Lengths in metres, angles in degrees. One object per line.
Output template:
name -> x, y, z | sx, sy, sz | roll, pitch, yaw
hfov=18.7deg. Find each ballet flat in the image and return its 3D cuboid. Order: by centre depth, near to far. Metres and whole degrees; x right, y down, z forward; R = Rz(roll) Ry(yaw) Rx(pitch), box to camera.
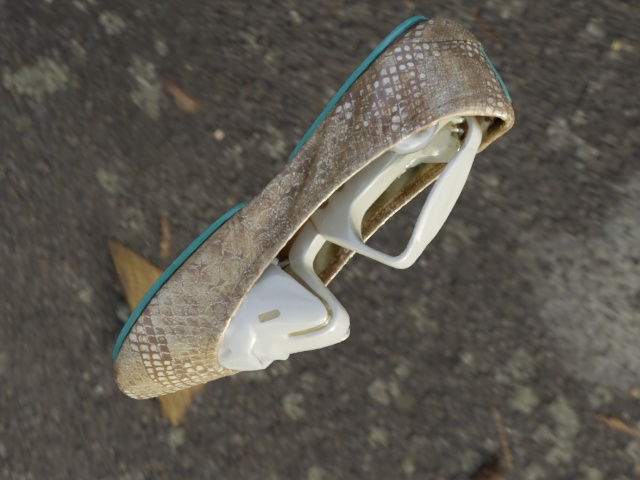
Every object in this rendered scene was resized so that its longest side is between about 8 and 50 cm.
ballet flat -> 0.000, 0.000, 0.787 | 0.206, 0.067, 0.073 | -49, 154, 7
